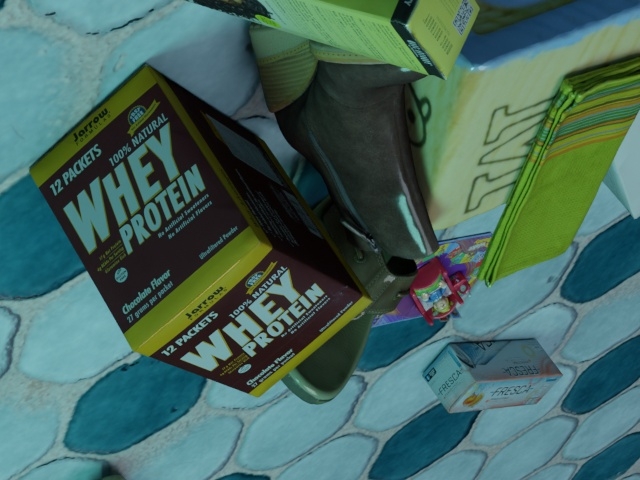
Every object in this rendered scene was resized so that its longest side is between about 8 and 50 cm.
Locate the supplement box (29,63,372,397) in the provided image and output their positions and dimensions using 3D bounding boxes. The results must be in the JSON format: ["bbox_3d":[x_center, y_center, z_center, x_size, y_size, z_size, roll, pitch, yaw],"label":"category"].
[{"bbox_3d":[-0.093,-0.003,1.382,0.129,0.191,0.194,-40,151,12],"label":"supplement box"}]

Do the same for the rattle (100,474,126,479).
[{"bbox_3d":[-0.246,0.318,1.846,0.142,0.130,0.199,-24,178,1],"label":"rattle"}]

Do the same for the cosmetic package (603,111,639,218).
[{"bbox_3d":[0.287,-0.115,1.721,0.060,0.099,0.239,-35,153,1],"label":"cosmetic package"}]

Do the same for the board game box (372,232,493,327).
[{"bbox_3d":[0.126,0.054,1.875,0.168,0.033,0.133,-10,143,-39],"label":"board game box"}]

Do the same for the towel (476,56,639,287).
[{"bbox_3d":[0.200,-0.052,1.406,0.102,0.021,0.237,-17,147,-28],"label":"towel"}]

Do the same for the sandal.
[{"bbox_3d":[0.039,0.006,1.521,0.086,0.120,0.303,-20,-148,52],"label":"sandal"}]

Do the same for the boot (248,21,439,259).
[{"bbox_3d":[0.051,-0.081,1.312,0.090,0.248,0.207,-35,111,-22],"label":"boot"}]

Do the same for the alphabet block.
[{"bbox_3d":[0.129,-0.158,1.389,0.193,0.192,0.197,-20,147,-23],"label":"alphabet block"}]

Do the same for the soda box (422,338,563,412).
[{"bbox_3d":[0.208,0.161,2.097,0.183,0.063,0.058,1,135,-49],"label":"soda box"}]

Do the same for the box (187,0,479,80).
[{"bbox_3d":[-0.016,-0.176,1.161,0.058,0.232,0.087,-66,151,-9],"label":"box"}]
